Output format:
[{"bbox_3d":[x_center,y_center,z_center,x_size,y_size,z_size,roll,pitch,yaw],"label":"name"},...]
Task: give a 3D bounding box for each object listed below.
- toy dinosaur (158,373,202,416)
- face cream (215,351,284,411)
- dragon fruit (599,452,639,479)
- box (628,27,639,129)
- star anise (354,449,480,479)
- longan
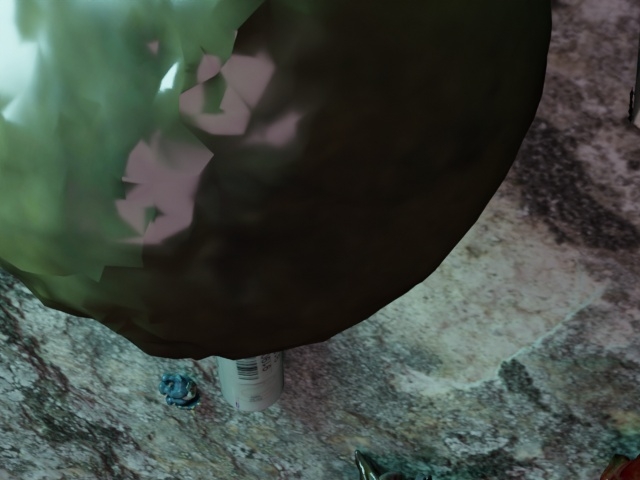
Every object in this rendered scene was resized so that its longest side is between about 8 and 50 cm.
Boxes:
[{"bbox_3d":[-0.181,0.198,1.602,0.047,0.031,0.083,1,141,19],"label":"toy dinosaur"},{"bbox_3d":[-0.085,0.096,1.391,0.082,0.082,0.269,11,144,9],"label":"face cream"},{"bbox_3d":[0.431,0.317,1.383,0.274,0.193,0.192,-7,114,36],"label":"dragon fruit"},{"bbox_3d":[0.271,-0.240,0.724,0.065,0.200,0.343,13,143,2],"label":"box"},{"bbox_3d":[0.116,0.376,1.641,0.212,0.129,0.282,32,133,-28],"label":"star anise"},{"bbox_3d":[-0.049,-0.133,0.837,0.404,0.404,0.436,27,119,-12],"label":"longan"}]
